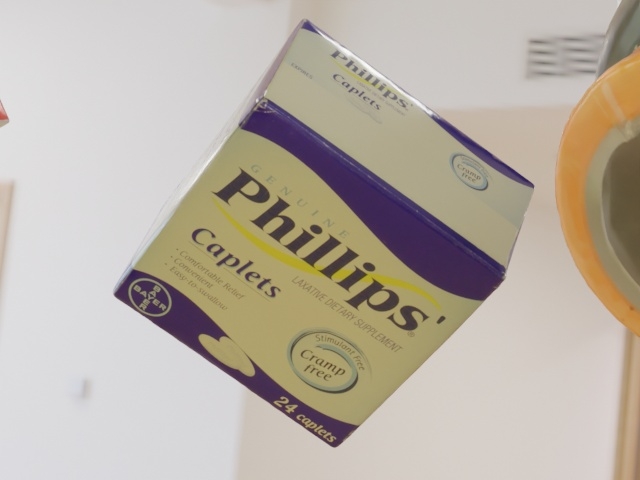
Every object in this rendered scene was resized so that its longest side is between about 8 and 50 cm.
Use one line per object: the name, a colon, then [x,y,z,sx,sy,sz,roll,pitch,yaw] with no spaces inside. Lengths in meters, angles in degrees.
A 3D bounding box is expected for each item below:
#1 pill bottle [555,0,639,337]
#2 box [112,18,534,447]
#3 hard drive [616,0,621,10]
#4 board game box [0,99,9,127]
pill bottle: [0.167,-0.050,0.484,0.130,0.130,0.245,-1,22,42]
box: [0.000,0.000,0.711,0.126,0.072,0.137,35,-52,-6]
hard drive: [0.245,-0.258,0.897,0.210,0.319,0.040,-1,5,-44]
board game box: [-0.259,-0.174,0.693,0.053,0.305,0.193,-24,-2,24]
